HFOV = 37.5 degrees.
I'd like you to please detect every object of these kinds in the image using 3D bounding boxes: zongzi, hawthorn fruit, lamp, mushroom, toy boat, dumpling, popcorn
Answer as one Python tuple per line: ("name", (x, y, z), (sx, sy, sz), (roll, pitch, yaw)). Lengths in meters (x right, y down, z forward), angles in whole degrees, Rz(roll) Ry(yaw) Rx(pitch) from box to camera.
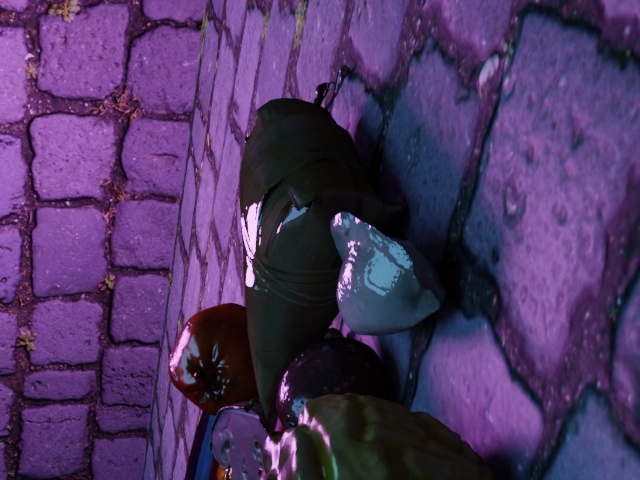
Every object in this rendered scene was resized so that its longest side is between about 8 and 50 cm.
("zongzi", (-0.055, -0.024, 1.411), (0.447, 0.182, 0.418), (-107, 32, -55))
("hawthorn fruit", (-0.185, 0.215, 1.831), (0.299, 0.211, 0.211), (-108, 24, -76))
("lamp", (0.022, 0.209, 1.242), (0.156, 0.135, 0.157), (-17, 43, 28))
("mushroom", (-0.107, 0.344, 1.655), (0.188, 0.117, 0.141), (-13, 99, 53))
("toy boat", (-0.273, 0.525, 2.284), (0.136, 0.080, 0.392), (-107, 29, -54))
("dumpling", (0.074, 0.039, 1.124), (0.217, 0.105, 0.149), (143, 121, -69))
("popcorn", (0.046, 0.297, 0.949), (0.293, 0.237, 0.292), (-172, 90, -74))

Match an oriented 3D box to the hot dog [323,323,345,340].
("hot dog", (0.010, 0.204, 1.385), (0.055, 0.072, 0.188), (79, -177, -57))

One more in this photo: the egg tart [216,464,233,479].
("egg tart", (-0.140, 0.497, 1.770), (0.241, 0.106, 0.241), (-179, 90, -75))

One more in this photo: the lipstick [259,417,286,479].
("lipstick", (-0.034, 0.292, 1.369), (0.241, 0.080, 0.080), (-73, -3, -60))
